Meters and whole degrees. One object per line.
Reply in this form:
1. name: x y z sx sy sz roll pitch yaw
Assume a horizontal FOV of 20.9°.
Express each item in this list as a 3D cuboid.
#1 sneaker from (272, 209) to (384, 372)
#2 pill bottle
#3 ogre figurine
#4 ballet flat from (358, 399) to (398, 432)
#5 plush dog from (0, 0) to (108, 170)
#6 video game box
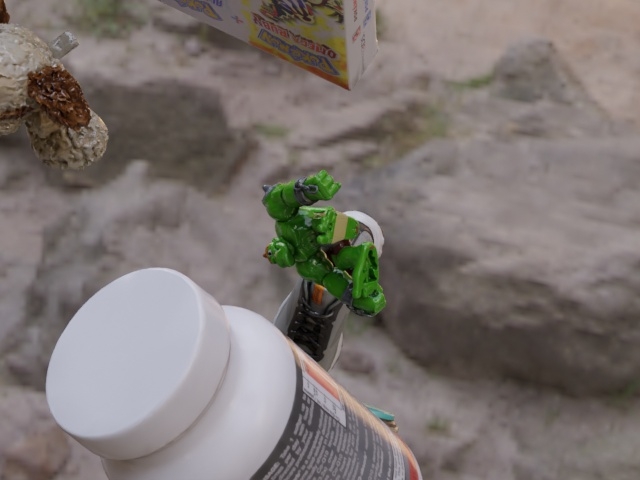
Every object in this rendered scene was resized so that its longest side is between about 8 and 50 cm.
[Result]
1. sneaker: -0.007 0.089 2.294 0.100 0.271 0.108 24 18 7
2. pill bottle: -0.075 0.189 1.621 0.210 0.363 0.210 -21 47 24
3. ogre figurine: 0.000 0.000 1.986 0.118 0.197 0.097 12 68 44
4. ballet flat: -0.058 0.201 2.039 0.348 0.123 0.123 21 30 37
5. plush dog: -0.372 -0.184 1.983 0.262 0.211 0.225 2 4 -8
6. video game box: -0.060 -0.202 1.161 0.205 0.187 0.048 27 71 15
